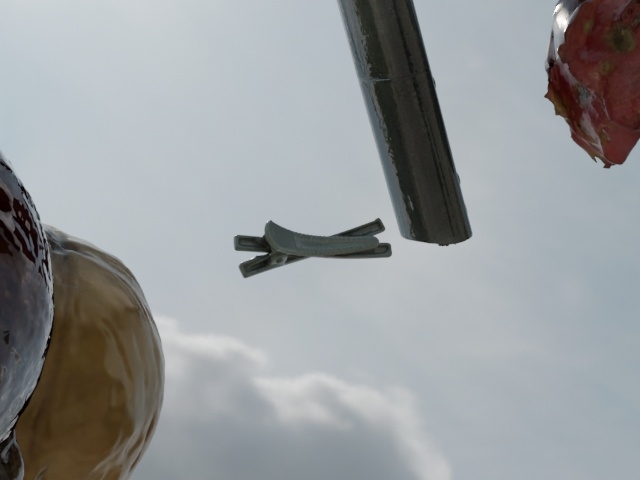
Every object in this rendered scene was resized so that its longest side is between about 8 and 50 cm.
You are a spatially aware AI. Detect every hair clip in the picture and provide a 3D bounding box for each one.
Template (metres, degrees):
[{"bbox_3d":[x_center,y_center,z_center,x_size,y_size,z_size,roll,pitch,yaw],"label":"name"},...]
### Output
[{"bbox_3d":[0.000,0.001,0.869,0.115,0.030,0.039,-6,-15,-32],"label":"hair clip"}]

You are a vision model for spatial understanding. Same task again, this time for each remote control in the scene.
[{"bbox_3d":[0.064,-0.178,1.209,0.107,0.044,0.377,14,-57,63],"label":"remote control"}]

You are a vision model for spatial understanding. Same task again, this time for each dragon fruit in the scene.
[{"bbox_3d":[0.271,-0.182,1.145,0.126,0.161,0.274,25,-54,0],"label":"dragon fruit"}]

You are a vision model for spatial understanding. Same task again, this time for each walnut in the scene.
[{"bbox_3d":[-0.198,0.093,0.771,0.195,0.195,0.221,23,-62,-9],"label":"walnut"}]

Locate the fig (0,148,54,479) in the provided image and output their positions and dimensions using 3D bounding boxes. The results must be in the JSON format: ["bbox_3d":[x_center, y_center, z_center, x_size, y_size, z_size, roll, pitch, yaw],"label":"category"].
[{"bbox_3d":[-0.166,0.037,0.494,0.148,0.149,0.202,-31,-79,22],"label":"fig"}]
